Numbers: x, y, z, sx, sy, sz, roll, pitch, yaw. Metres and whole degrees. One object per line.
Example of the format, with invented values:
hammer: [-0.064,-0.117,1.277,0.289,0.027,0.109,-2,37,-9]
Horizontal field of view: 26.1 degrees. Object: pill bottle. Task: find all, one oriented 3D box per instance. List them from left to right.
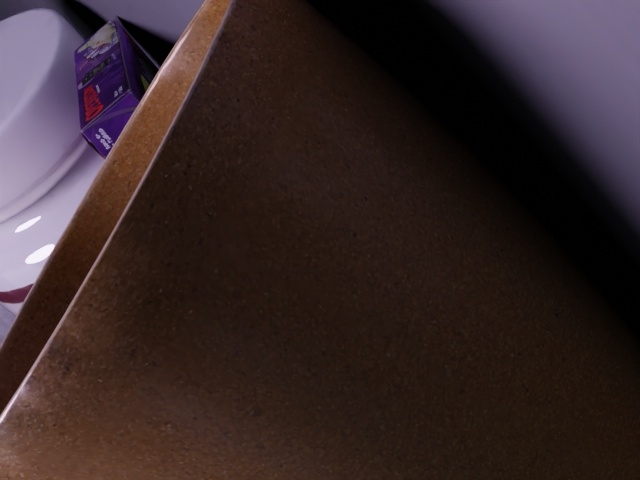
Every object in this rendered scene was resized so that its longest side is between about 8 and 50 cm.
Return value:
pill bottle: [-0.168,0.001,1.199,0.392,0.224,0.224,48,172,-35]

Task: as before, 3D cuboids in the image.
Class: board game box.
board game box: [-0.046,0.004,0.995,0.347,0.056,0.208,49,-170,-23]

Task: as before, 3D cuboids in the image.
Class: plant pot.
plant pot: [0.017,0.049,0.571,0.254,0.237,0.237,29,176,-12]
